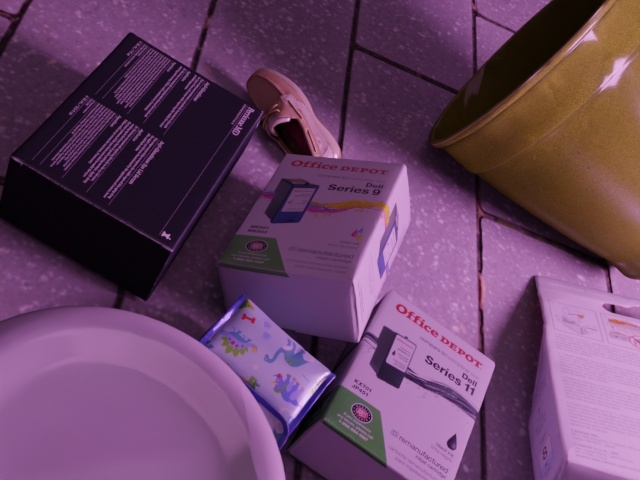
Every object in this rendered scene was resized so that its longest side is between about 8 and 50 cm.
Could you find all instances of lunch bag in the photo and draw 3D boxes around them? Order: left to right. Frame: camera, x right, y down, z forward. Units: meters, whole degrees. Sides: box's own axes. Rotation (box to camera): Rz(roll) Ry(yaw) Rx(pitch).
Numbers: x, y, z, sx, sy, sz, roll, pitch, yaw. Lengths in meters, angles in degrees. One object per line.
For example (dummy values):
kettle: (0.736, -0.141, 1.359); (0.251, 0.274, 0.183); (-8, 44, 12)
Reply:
lunch bag: (-0.083, 0.151, 0.896); (0.129, 0.096, 0.151); (42, 59, 2)

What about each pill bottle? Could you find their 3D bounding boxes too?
pill bottle: (-0.180, 0.218, 0.582); (0.210, 0.363, 0.210); (16, 48, -19)

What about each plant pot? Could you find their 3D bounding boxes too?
plant pot: (0.405, -0.142, 1.282); (0.353, 0.366, 0.366); (45, 44, -9)

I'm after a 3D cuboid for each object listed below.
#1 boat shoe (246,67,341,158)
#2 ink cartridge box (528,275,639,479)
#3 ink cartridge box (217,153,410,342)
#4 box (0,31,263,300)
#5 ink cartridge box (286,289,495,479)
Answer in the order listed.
boat shoe: (-0.044, -0.155, 1.188); (0.170, 0.063, 0.059); (49, 40, 12)
ink cartridge box: (0.410, 0.207, 1.123); (0.308, 0.091, 0.385); (14, 29, 0)
ink cartridge box: (0.000, 0.000, 1.024); (0.154, 0.093, 0.212); (8, 39, 19)
box: (-0.201, -0.089, 1.011); (0.184, 0.103, 0.261); (29, 44, -3)
ink cartridge box: (0.082, 0.175, 0.973); (0.153, 0.087, 0.208); (35, 43, -2)
